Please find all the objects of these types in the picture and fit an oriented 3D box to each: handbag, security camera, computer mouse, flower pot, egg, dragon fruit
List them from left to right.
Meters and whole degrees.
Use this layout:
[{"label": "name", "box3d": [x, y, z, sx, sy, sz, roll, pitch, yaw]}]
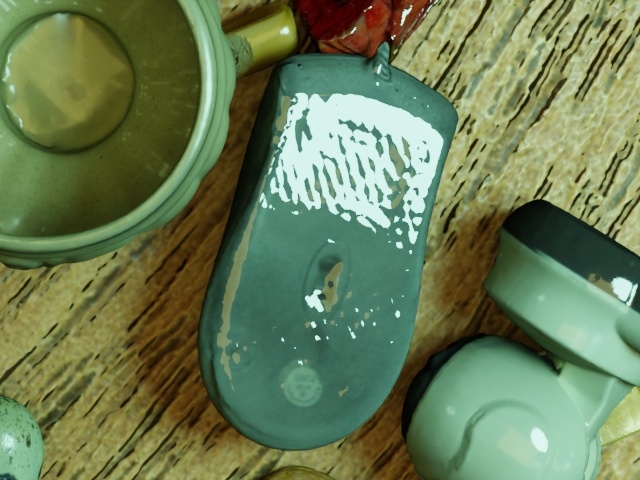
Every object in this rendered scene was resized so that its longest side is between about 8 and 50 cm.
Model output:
[{"label": "egg", "box3d": [-0.294, 0.194, 1.489, 0.085, 0.085, 0.110, -4, 100, -2]}, {"label": "flower pot", "box3d": [-0.222, -0.130, 1.391, 0.308, 0.244, 0.307, 0, 95, 0]}, {"label": "computer mouse", "box3d": [0.000, 0.000, 1.465, 0.188, 0.122, 0.370, 15, 96, -15]}, {"label": "dragon fruit", "box3d": [0.067, -0.232, 1.493, 0.192, 0.122, 0.092, -42, 134, -2]}, {"label": "security camera", "box3d": [0.192, 0.121, 1.453, 0.191, 0.197, 0.277, 33, 97, 23]}, {"label": "handbag", "box3d": [0.268, 0.158, 1.537, 0.083, 0.027, 0.061, -22, 96, 1]}]

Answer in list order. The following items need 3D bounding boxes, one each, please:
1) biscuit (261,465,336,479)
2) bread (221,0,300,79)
[{"label": "biscuit", "box3d": [0.005, 0.368, 1.519, 0.206, 0.049, 0.323, -11, 89, 8]}, {"label": "bread", "box3d": [-0.067, -0.175, 1.483, 0.103, 0.062, 0.049, -26, 117, 1]}]
